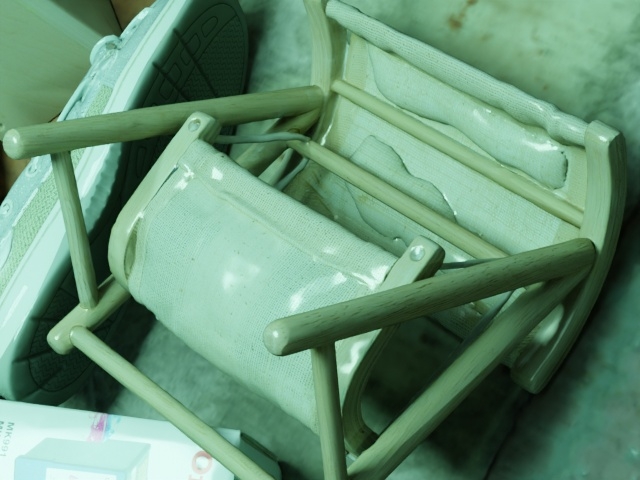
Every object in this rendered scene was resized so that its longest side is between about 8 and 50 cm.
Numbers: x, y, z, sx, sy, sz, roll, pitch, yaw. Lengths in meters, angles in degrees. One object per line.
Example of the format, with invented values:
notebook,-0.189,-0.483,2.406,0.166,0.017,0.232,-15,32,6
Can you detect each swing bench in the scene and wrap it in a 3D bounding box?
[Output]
swing bench,0.000,0.000,0.971,0.255,0.165,0.253,-30,44,-29

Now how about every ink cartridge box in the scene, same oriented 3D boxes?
ink cartridge box,-0.145,0.184,1.016,0.212,0.093,0.154,6,73,16

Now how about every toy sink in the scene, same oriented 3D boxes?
toy sink,-0.268,-0.212,1.263,0.131,0.153,0.234,-35,56,16

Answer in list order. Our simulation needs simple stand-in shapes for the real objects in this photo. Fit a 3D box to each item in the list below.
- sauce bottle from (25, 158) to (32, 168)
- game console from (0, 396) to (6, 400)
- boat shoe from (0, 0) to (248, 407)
sauce bottle,-0.184,-0.002,1.187,0.042,0.042,0.128,-25,61,22
game console,-0.362,0.169,1.153,0.293,0.250,0.173,39,120,38
boat shoe,-0.153,-0.043,1.121,0.103,0.118,0.320,18,75,31
